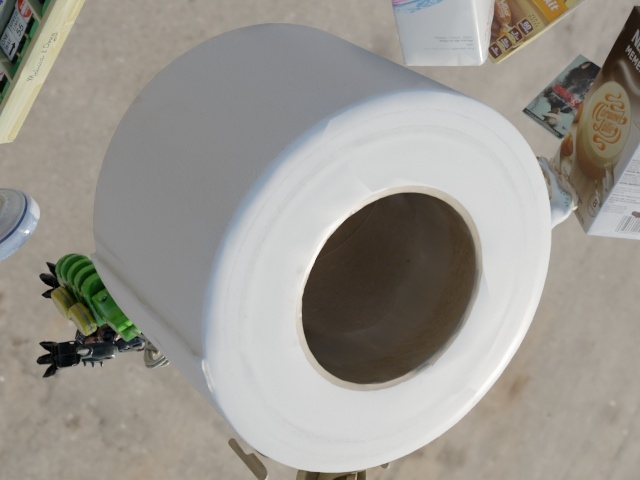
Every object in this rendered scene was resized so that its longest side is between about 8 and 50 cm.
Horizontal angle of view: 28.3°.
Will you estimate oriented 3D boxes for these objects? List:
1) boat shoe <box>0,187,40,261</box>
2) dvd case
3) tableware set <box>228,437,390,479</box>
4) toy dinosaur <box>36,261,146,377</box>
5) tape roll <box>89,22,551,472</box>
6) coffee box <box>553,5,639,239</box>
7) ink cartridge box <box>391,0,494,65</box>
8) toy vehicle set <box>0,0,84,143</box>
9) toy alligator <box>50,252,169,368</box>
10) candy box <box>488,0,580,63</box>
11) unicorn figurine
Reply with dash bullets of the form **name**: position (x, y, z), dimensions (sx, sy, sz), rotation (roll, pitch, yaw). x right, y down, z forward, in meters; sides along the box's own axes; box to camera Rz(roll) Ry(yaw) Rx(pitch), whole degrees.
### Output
- **boat shoe**: position (-0.600, -0.033, 1.854), dimensions (0.156, 0.367, 0.135), rotation (56, 32, -50)
- **dvd case**: position (0.356, -0.202, 1.799), dimensions (0.119, 0.087, 0.013), rotation (-44, 139, 1)
- **tableware set**: position (-0.022, 0.235, 1.442), dimensions (0.128, 0.194, 0.039), rotation (-46, 138, -2)
- **toy dinosaur**: position (-0.306, 0.110, 1.926), dimensions (0.218, 0.322, 0.164), rotation (1, 72, -41)
- **tape roll**: position (0.000, 0.000, 0.801), dimensions (0.246, 0.169, 0.246), rotation (-14, 118, -28)
- **coffee box**: position (0.386, -0.138, 1.524), dimensions (0.098, 0.141, 0.246), rotation (6, 130, -21)
- **ink cartridge box**: position (0.121, -0.299, 1.263), dimensions (0.212, 0.093, 0.154), rotation (69, 27, -51)
- **toy vehicle set**: position (-0.326, -0.250, 1.322), dimensions (0.035, 0.166, 0.267), rotation (-13, 149, -45)
- **toy alligator**: position (-0.183, 0.049, 1.072), dimensions (0.056, 0.190, 0.051), rotation (-33, 126, -22)
- **candy box**: position (0.260, -0.358, 1.507), dimensions (0.087, 0.183, 0.316), rotation (-35, 180, -26)
- **unicorn figurine**: position (0.248, -0.026, 1.482), dimensions (0.162, 0.111, 0.060), rotation (-36, -177, -19)
